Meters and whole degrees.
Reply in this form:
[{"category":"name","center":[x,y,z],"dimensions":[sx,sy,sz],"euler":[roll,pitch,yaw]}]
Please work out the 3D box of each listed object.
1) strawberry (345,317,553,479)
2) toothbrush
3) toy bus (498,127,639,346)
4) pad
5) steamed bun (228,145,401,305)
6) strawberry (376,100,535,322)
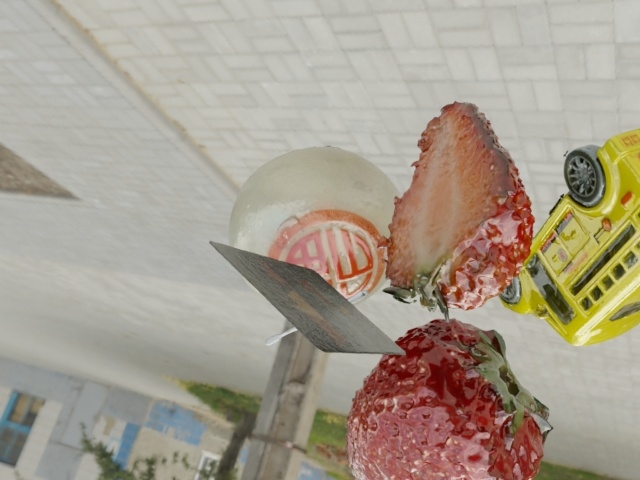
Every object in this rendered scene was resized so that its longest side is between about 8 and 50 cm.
[{"category":"strawberry","center":[0.156,0.258,0.959],"dimensions":[0.257,0.257,0.277],"euler":[32,117,-35]},{"category":"toothbrush","center":[-0.004,0.109,0.984],"dimensions":[0.162,0.014,0.017],"euler":[-27,161,-3]},{"category":"toy bus","center":[0.323,0.010,0.779],"dimensions":[0.144,0.152,0.330],"euler":[-17,152,-17]},{"category":"pad","center":[-0.003,0.058,0.643],"dimensions":[0.143,0.003,0.211],"euler":[41,-171,24]},{"category":"steamed bun","center":[0.000,0.000,1.078],"dimensions":[0.282,0.177,0.283],"euler":[-4,122,-7]},{"category":"strawberry","center":[0.160,-0.024,0.727],"dimensions":[0.106,0.236,0.175],"euler":[33,168,-30]}]
